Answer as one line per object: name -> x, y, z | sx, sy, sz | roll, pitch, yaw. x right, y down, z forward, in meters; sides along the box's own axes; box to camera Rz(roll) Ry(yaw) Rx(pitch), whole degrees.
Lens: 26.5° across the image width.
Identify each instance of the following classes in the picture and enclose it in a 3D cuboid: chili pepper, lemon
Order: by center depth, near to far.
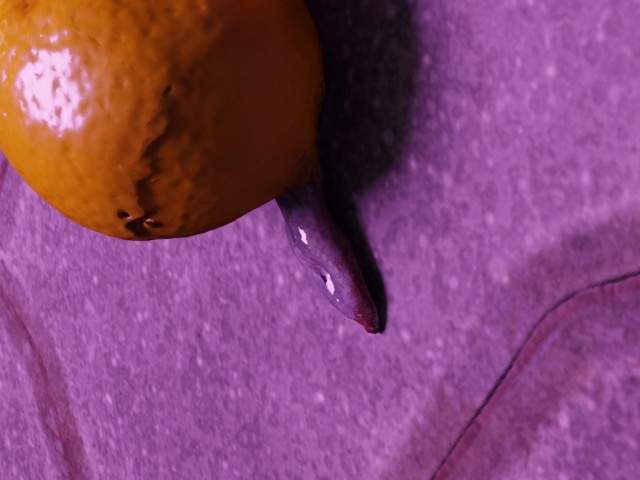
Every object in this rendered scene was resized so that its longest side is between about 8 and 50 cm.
lemon -> -0.122, -0.117, 0.935 | 0.253, 0.228, 0.228 | 29, 123, 40
chili pepper -> -0.001, 0.000, 0.976 | 0.050, 0.041, 0.153 | 50, -162, -80
